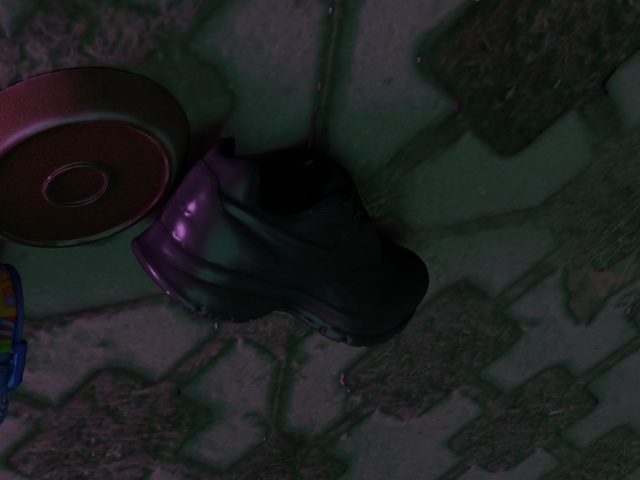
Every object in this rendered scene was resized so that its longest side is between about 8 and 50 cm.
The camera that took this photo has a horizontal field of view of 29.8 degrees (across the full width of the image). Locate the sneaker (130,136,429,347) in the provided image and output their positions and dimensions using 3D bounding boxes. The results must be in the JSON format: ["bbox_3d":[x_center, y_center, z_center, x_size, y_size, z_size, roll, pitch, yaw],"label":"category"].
[{"bbox_3d":[0.000,0.000,0.908,0.286,0.109,0.130,10,118,-50],"label":"sneaker"}]

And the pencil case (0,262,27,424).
[{"bbox_3d":[-0.343,0.071,0.779,0.306,0.133,0.119,1,107,-33],"label":"pencil case"}]

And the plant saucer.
[{"bbox_3d":[-0.166,-0.046,0.808,0.169,0.029,0.168,-16,147,-11],"label":"plant saucer"}]
